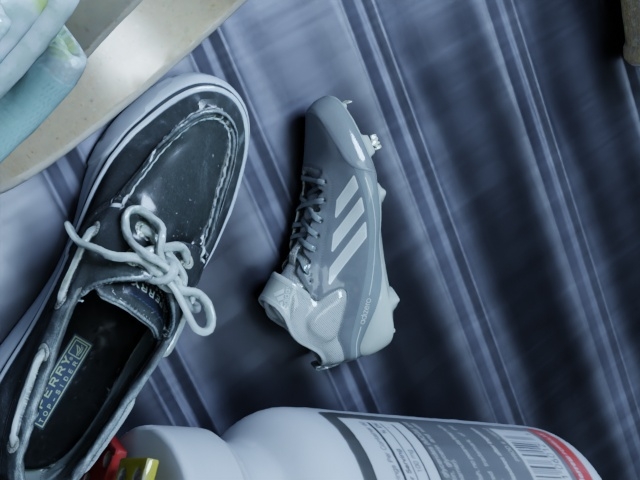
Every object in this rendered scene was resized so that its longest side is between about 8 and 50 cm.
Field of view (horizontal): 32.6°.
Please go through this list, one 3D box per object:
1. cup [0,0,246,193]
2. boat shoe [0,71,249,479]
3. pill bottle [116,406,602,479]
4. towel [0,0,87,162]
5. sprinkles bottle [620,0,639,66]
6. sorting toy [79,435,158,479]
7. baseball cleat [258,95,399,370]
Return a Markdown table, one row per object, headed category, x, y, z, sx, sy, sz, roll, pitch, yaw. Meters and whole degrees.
| category | x | y | z | sx | sy | sz | roll | pitch | yaw |
| --- | --- | --- | --- | --- | --- | --- | --- | --- | --- |
| cup | -0.134 | -0.219 | 0.580 | 0.237 | 0.331 | 0.331 | 47 | 72 | -7 |
| boat shoe | -0.126 | 0.026 | 0.723 | 0.113 | 0.105 | 0.306 | 41 | 76 | -31 |
| pill bottle | 0.027 | 0.230 | 0.796 | 0.362 | 0.210 | 0.210 | 10 | 92 | -33 |
| towel | -0.309 | -0.082 | 0.446 | 0.374 | 0.090 | 0.320 | -42 | 84 | 11 |
| sprinkles bottle | 0.297 | -0.330 | 0.926 | 0.121 | 0.121 | 0.356 | -21 | 109 | -28 |
| sorting toy | -0.183 | 0.245 | 0.692 | 0.046 | 0.132 | 0.275 | 22 | 93 | -27 |
| baseball cleat | 0.000 | 0.000 | 0.822 | 0.109 | 0.072 | 0.206 | -19 | 104 | -22 |
